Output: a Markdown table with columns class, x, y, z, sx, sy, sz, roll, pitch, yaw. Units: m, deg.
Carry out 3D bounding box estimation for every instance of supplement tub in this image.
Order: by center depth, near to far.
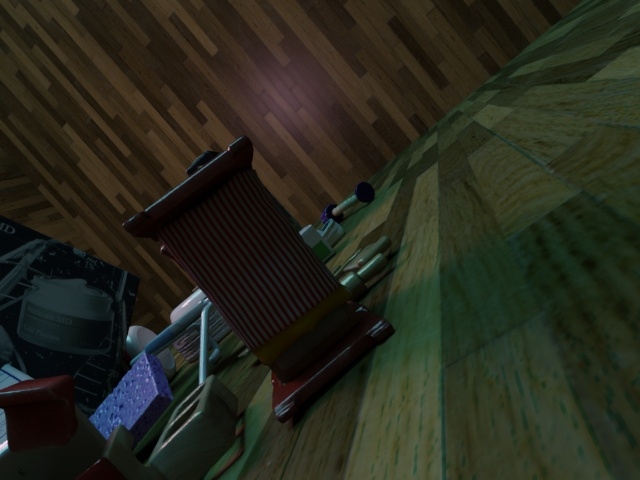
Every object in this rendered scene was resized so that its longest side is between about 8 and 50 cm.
| class | x | y | z | sx | sy | sz | roll | pitch | yaw |
| --- | --- | --- | --- | --- | --- | --- | --- | --- | --- |
| supplement tub | -0.566 | 0.393 | 1.255 | 0.272 | 0.191 | 0.191 | -41 | 4 | -3 |

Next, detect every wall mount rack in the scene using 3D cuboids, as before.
| class | x | y | z | sx | sy | sz | roll | pitch | yaw |
| --- | --- | --- | --- | --- | --- | --- | --- | --- | --- |
| wall mount rack | -0.214 | 0.191 | 0.762 | 0.350 | 0.130 | 0.304 | -39 | 1 | 26 |

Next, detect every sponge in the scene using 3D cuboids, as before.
| class | x | y | z | sx | sy | sz | roll | pitch | yaw |
| --- | --- | --- | --- | --- | --- | --- | --- | --- | --- |
| sponge | -0.306 | 0.279 | 0.660 | 0.210 | 0.031 | 0.117 | -51 | 36 | -3 |

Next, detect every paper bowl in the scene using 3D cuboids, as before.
| class | x | y | z | sx | sy | sz | roll | pitch | yaw |
| --- | --- | --- | --- | --- | --- | --- | --- | --- | --- |
| paper bowl | -0.322 | 0.208 | 1.314 | 0.284 | 0.148 | 0.284 | -39 | 4 | 3 |

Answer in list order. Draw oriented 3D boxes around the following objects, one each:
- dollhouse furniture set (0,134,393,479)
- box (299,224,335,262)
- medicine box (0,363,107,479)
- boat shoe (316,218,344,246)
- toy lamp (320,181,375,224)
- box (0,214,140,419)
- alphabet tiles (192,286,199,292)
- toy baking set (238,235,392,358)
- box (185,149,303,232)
| class | x | y | z | sx | sy | sz | roll | pitch | yaw |
| --- | --- | --- | --- | --- | --- | --- | --- | --- | --- |
| dollhouse furniture set | -0.148 | 0.113 | 0.399 | 0.374 | 0.201 | 0.152 | -41 | 4 | -7 |
| box | -0.037 | 0.029 | 1.022 | 0.101 | 0.087 | 0.102 | -42 | 4 | -10 |
| medicine box | -0.415 | 0.306 | 0.521 | 0.289 | 0.149 | 0.263 | -6 | 30 | 44 |
| boat shoe | 0.000 | 0.000 | 1.152 | 0.066 | 0.063 | 0.184 | -36 | 6 | 47 |
| toy lamp | 0.082 | -0.114 | 1.526 | 0.080 | 0.080 | 0.274 | -43 | 6 | -29 |
| box | -0.676 | 0.224 | 0.873 | 0.297 | 0.480 | 0.472 | -38 | 39 | 24 |
| alphabet tiles | -0.260 | 0.133 | 1.440 | 0.237 | 0.198 | 0.009 | -37 | 46 | 26 |
| toy baking set | -0.006 | 0.088 | 0.598 | 0.256 | 0.030 | 0.197 | -41 | 1 | -8 |
| box | -0.177 | -0.078 | 1.290 | 0.097 | 0.395 | 0.318 | -42 | 3 | 6 |
